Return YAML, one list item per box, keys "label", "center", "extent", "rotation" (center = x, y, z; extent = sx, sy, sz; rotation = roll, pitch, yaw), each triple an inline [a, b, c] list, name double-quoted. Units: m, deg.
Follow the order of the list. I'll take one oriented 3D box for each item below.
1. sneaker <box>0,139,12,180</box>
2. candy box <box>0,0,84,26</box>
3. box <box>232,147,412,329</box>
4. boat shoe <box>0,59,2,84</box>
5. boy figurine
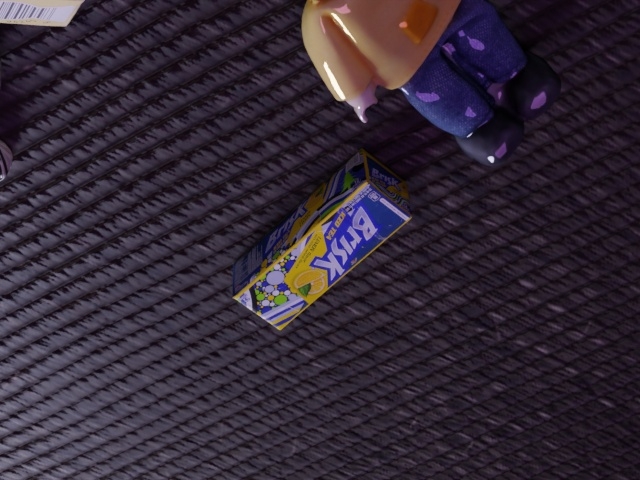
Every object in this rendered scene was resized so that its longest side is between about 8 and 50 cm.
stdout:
- label: "sneaker"
  center: [-0.290, -0.080, 1.322]
  extent: [0.083, 0.037, 0.032]
  rotation: [36, 119, -25]
- label: "candy box"
  center: [-0.317, -0.250, 1.069]
  extent: [0.316, 0.183, 0.087]
  rotation: [2, 172, -19]
- label: "box"
  center: [0.000, 0.000, 1.394]
  extent: [0.059, 0.054, 0.169]
  rotation: [36, 117, -27]
- label: "boat shoe"
  center: [-0.390, -0.180, 1.162]
  extent: [0.136, 0.156, 0.367]
  rotation: [-35, 121, 21]
- label: "boy figurine"
  center: [0.063, -0.182, 1.231]
  extent: [0.285, 0.092, 0.177]
  rotation: [38, 97, -32]
